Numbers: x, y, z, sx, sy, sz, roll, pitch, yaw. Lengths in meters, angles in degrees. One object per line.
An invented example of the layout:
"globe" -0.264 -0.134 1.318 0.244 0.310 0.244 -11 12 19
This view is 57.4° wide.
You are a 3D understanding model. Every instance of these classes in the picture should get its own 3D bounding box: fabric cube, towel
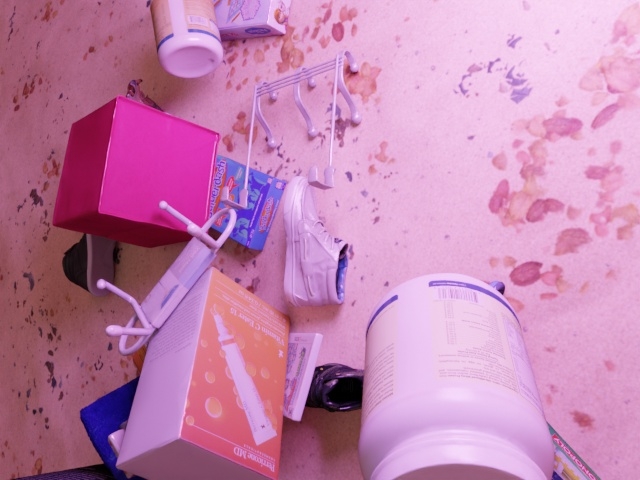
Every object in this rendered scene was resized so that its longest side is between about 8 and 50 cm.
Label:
"fabric cube" -0.410 -0.138 1.314 0.258 0.259 0.254 -8 71 46
"towel" -0.329 0.389 1.183 0.308 0.228 0.076 35 138 39

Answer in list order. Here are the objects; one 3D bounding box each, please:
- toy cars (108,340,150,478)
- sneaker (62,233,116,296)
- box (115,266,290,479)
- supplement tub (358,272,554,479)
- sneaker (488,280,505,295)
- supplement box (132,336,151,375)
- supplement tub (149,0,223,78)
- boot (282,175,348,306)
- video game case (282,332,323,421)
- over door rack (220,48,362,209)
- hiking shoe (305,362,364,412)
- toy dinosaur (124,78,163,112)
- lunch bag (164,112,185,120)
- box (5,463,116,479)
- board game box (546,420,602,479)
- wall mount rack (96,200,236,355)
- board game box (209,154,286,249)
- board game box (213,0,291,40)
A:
"toy cars" -0.296 0.303 1.163 0.087 0.176 0.393 -46 22 35
"sneaker" -0.631 -0.003 1.591 0.147 0.105 0.295 6 91 33
"box" -0.195 0.260 1.066 0.168 0.215 0.345 -32 37 29
"supplement tub" 0.171 0.222 0.778 0.235 0.235 0.324 -38 21 27
"sneaker" 0.236 0.110 0.947 0.144 0.053 0.059 -48 56 20
"supplement box" -0.338 0.220 1.352 0.233 0.078 0.080 -54 56 19
"supplement tub" -0.303 -0.485 1.313 0.144 0.144 0.199 -23 71 33
"boot" 0.000 0.000 1.133 0.123 0.095 0.258 -2 87 28
"video game case" -0.049 0.251 1.099 0.143 0.019 0.157 -19 53 65
"over door rack" -0.049 -0.206 1.161 0.240 0.108 0.324 -10 56 36
"hiking shoe" 0.023 0.261 1.045 0.227 0.114 0.086 -15 74 35
"toy dinosaur" -0.517 -0.300 1.550 0.296 0.127 0.200 -4 72 50
"lunch bag" -0.380 -0.277 1.466 0.083 0.071 0.053 -51 53 22
"box" -0.511 0.713 1.141 0.297 0.472 0.479 -15 74 42
"board game box" 0.279 0.433 0.842 0.213 0.046 0.317 49 116 27
"wall mount rack" -0.290 0.059 1.063 0.350 0.130 0.304 -53 30 -5
"board game box" -0.185 -0.089 1.302 0.210 0.047 0.160 25 98 39
"board game box" -0.189 -0.638 1.378 0.318 0.066 0.318 11 91 38
